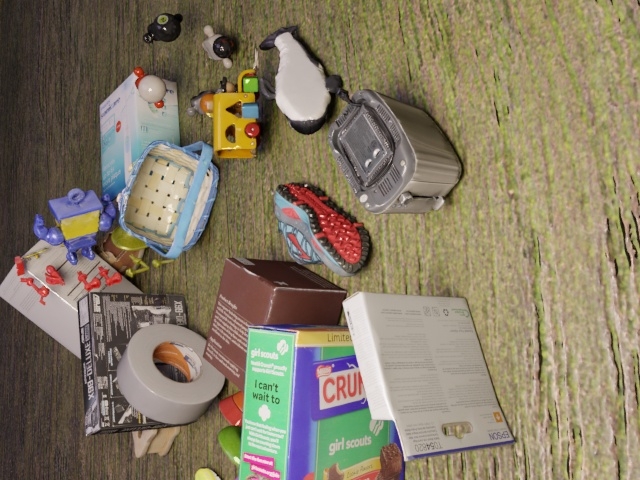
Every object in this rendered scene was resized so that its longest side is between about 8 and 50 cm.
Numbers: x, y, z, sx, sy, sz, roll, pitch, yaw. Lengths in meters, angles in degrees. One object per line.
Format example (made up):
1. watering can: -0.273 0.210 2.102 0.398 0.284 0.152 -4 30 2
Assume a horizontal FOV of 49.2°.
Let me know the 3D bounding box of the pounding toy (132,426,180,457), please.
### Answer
1. pounding toy: -0.459 0.391 1.694 0.154 0.155 0.269 -42 55 33

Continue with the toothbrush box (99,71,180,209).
1. toothbrush box: -0.469 -0.251 1.815 0.216 0.126 0.295 -22 68 46

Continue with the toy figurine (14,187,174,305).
1. toy figurine: -0.531 -0.029 1.643 0.191 0.363 0.217 47 142 38

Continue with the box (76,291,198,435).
1. box: -0.414 0.272 1.591 0.076 0.242 0.307 -30 64 44

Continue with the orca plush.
1. orca plush: -0.054 -0.288 1.349 0.287 0.151 0.102 57 157 34

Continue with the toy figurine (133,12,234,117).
1. toy figurine: -0.302 -0.388 1.566 0.148 0.210 0.213 32 106 65

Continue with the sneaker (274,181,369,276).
1. sneaker: 0.000 0.000 1.270 0.262 0.104 0.125 50 139 46

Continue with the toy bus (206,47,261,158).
1. toy bus: -0.174 -0.261 1.403 0.202 0.104 0.191 -96 6 -51

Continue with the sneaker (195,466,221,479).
1. sneaker: -0.251 0.586 1.471 0.081 0.094 0.208 -27 64 47

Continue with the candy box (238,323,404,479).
1. candy box: 0.012 0.288 1.063 0.122 0.268 0.317 -3 83 43

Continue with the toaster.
1. toaster: 0.114 -0.138 1.091 0.129 0.146 0.227 -51 51 32

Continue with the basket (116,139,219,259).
1. basket: -0.334 -0.091 1.560 0.289 0.201 0.254 8 78 56

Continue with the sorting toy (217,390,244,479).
1. sorting toy: -0.096 0.328 1.242 0.126 0.127 0.365 -51 12 2

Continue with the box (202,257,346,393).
1. box: -0.086 0.155 1.274 0.168 0.167 0.203 28 106 49

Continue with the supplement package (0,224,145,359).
1. supplement package: -0.644 0.138 1.817 0.177 0.293 0.175 -38 14 40

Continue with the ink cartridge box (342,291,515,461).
1. ink cartridge box: 0.147 0.182 0.952 0.045 0.223 0.224 -38 56 41

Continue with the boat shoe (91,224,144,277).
1. boat shoe: -0.576 0.049 1.908 0.324 0.116 0.123 -50 51 34

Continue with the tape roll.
1. tape roll: -0.317 0.281 1.491 0.072 0.219 0.219 -56 47 28
